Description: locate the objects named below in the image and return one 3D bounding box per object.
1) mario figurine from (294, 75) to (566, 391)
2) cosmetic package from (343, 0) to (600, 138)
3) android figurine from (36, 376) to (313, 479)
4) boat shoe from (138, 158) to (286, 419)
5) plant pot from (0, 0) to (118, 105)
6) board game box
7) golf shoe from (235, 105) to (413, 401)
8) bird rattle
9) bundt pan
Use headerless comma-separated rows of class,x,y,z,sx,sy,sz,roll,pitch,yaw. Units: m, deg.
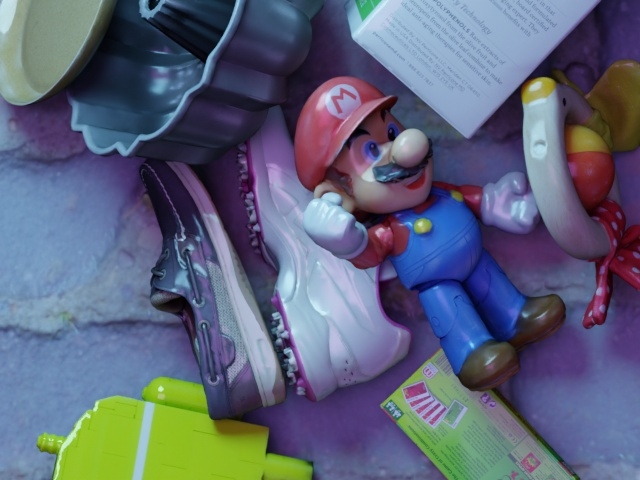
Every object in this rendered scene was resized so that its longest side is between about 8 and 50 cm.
mario figurine,0.103,-0.020,1.813,0.170,0.198,0.320,-37,97,18
cosmetic package,0.201,-0.289,1.813,0.155,0.197,0.365,40,100,-11
android figurine,-0.147,0.247,1.893,0.273,0.056,0.248,10,61,-8
boat shoe,-0.124,0.043,1.929,0.092,0.103,0.285,-22,78,-13
plant pot,-0.260,-0.245,1.975,0.236,0.032,0.236,-28,53,45
board game box,0.154,0.195,1.890,0.092,0.043,0.181,-45,77,7
golf shoe,0.000,0.000,1.925,0.140,0.115,0.306,-14,83,-5
bird rattle,0.238,-0.049,1.819,0.143,0.207,0.253,-6,74,32
bundt pan,-0.111,-0.221,1.890,0.331,0.124,0.331,-28,53,46
